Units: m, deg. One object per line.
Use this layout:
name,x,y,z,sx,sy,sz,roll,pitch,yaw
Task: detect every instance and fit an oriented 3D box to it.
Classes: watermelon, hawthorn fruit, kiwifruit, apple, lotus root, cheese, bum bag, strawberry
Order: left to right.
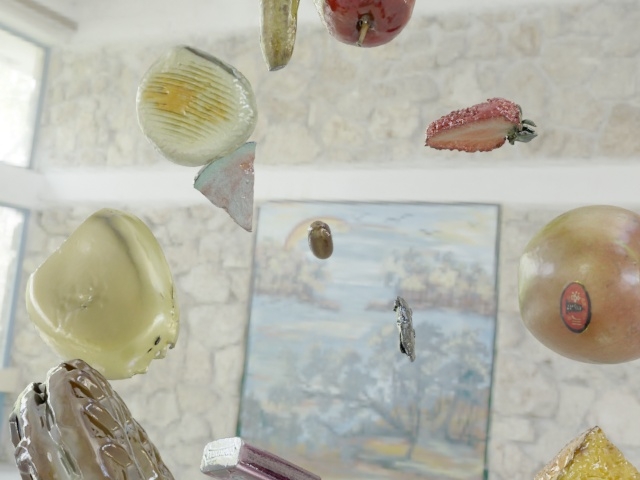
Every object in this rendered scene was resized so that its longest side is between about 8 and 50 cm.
cheese,-0.357,0.106,1.529,0.316,0.259,0.128,47,5,33
watermelon,-0.216,-0.120,2.090,0.136,0.202,0.207,4,-12,-1
lotus root,-0.099,-0.527,2.130,0.097,0.259,0.110,3,7,-18
kiwifruit,0.000,0.000,2.527,0.075,0.075,0.124,4,-43,17
hawthorn fruit,0.103,-0.585,2.192,0.287,0.330,0.287,3,-35,2
bum bag,0.223,0.231,2.426,0.049,0.198,0.087,-16,-45,14
strawberry,0.405,-0.302,2.313,0.286,0.106,0.188,-3,-23,2
apple,0.566,0.096,1.906,0.305,0.339,0.338,-11,-17,40

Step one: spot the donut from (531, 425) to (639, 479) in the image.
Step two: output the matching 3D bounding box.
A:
donut,0.393,0.550,1.611,0.435,0.163,0.378,-34,-18,-46

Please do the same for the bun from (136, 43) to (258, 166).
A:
bun,-0.235,-0.263,1.789,0.243,0.244,0.153,5,5,5

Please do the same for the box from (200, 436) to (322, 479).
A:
box,-0.114,0.459,1.785,0.224,0.069,0.120,34,-38,-31

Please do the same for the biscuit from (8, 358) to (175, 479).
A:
biscuit,-0.248,0.268,1.032,0.115,0.268,0.366,-32,6,-11
